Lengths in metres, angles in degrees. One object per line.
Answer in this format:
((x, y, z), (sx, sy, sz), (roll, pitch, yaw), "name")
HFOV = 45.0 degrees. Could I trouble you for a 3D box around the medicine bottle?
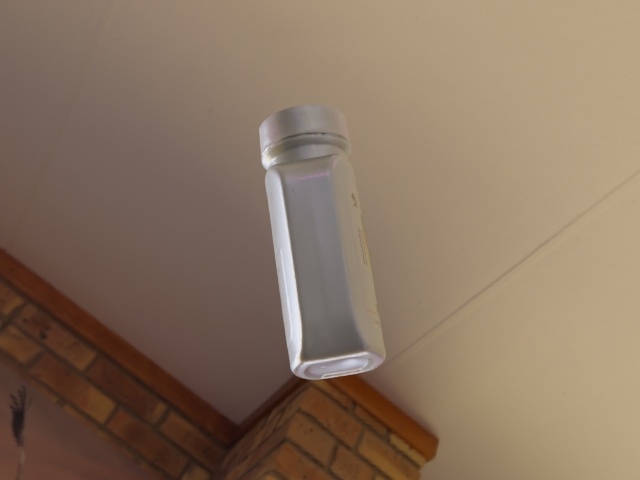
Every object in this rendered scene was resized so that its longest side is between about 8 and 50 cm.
((0.000, 0.000, 0.878), (0.111, 0.296, 0.161), (-11, -20, 1), "medicine bottle")
